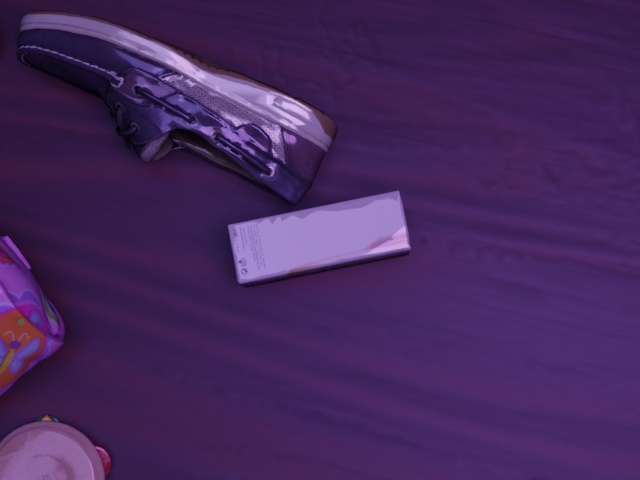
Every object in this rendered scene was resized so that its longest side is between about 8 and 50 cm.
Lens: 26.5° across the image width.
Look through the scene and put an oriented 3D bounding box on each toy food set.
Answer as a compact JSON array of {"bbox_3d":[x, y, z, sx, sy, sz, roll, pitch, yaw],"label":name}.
[{"bbox_3d":[-0.182,0.161,0.909,0.083,0.020,0.082,45,87,6],"label":"toy food set"}]

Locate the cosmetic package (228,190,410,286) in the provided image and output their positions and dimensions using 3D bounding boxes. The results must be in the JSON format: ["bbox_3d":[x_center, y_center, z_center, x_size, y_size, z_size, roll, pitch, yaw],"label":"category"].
[{"bbox_3d":[0.000,0.000,0.900,0.115,0.060,0.041,-11,85,2],"label":"cosmetic package"}]

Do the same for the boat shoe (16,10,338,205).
[{"bbox_3d":[-0.102,-0.086,0.902,0.224,0.080,0.073,20,80,-1],"label":"boat shoe"}]

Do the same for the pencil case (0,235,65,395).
[{"bbox_3d":[-0.306,0.100,0.874,0.284,0.124,0.124,-37,84,-1],"label":"pencil case"}]
